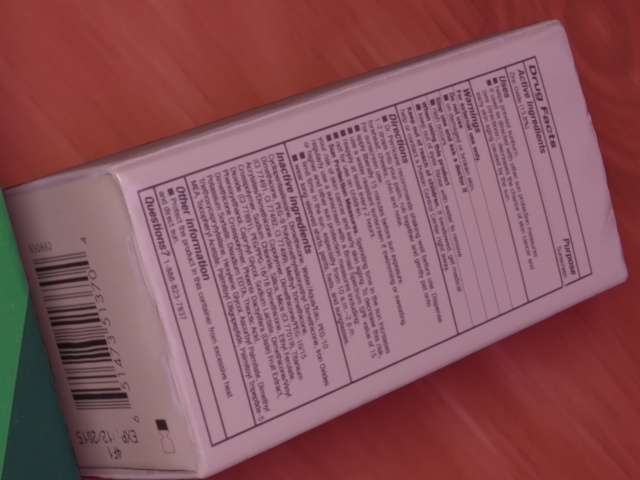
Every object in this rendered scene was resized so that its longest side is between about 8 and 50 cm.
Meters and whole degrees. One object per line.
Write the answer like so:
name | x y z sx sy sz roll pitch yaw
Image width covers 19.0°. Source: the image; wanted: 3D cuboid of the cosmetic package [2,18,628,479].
cosmetic package | 0.000 0.000 0.963 0.296 0.129 0.153 -20 97 -37

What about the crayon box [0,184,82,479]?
crayon box | -0.294 0.034 0.738 0.363 0.106 0.313 -19 98 -38
